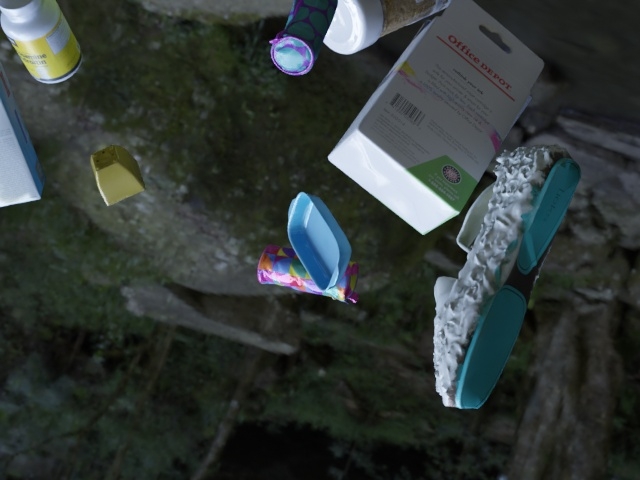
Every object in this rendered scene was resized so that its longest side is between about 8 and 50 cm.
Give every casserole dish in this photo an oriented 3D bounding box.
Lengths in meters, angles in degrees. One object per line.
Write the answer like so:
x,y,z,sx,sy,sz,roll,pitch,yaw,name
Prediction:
0.000,0.000,1.581,0.037,0.114,0.188,-6,-135,-30,casserole dish

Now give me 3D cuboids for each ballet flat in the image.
0.244,0.045,1.353,0.147,0.409,0.147,26,171,5,ballet flat

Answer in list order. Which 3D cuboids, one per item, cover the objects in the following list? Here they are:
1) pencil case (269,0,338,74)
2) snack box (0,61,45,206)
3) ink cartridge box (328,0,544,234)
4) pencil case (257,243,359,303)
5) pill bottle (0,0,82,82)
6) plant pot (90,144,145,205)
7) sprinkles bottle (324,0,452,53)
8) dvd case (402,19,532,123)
-0.022,-0.302,1.316,0.064,0.152,0.070,-20,128,36,pencil case
-0.534,-0.110,1.180,0.322,0.187,0.060,-11,-143,-1,snack box
0.195,-0.211,1.519,0.207,0.353,0.119,39,152,-6,ink cartridge box
-0.026,0.078,2.177,0.236,0.104,0.104,14,179,16,pencil case
-0.494,-0.368,1.643,0.103,0.103,0.184,21,156,18,pill bottle
-0.390,-0.132,1.770,0.083,0.081,0.081,66,179,-55,plant pot
0.147,-0.426,1.584,0.355,0.121,0.121,-32,-143,-34,sprinkles bottle
0.237,-0.254,1.693,0.238,0.179,0.029,34,-176,-10,dvd case
